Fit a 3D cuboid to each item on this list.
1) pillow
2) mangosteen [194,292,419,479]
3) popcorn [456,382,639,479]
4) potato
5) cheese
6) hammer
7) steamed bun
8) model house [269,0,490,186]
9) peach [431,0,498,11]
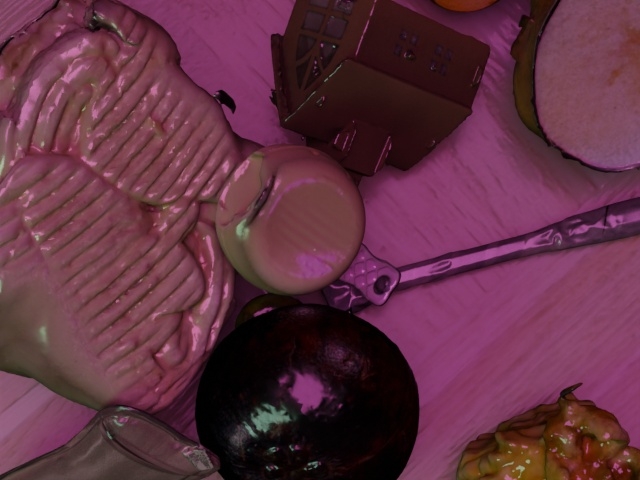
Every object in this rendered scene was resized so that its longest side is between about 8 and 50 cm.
[{"bbox_3d":[-0.200,0.217,1.760,0.131,0.233,0.038,31,48,-28],"label":"pillow"},{"bbox_3d":[-0.008,0.153,1.776,0.216,0.216,0.216,0,82,0],"label":"mangosteen"},{"bbox_3d":[0.216,0.218,1.760,0.168,0.195,0.173,-1,87,-8],"label":"popcorn"},{"bbox_3d":[0.307,-0.230,1.837,0.246,0.196,0.299,18,110,-13],"label":"potato"},{"bbox_3d":[0.000,0.000,1.759,0.227,0.064,0.137,35,89,-40],"label":"cheese"},{"bbox_3d":[0.206,-0.005,1.868,0.427,0.044,0.152,-17,83,-3],"label":"hammer"},{"bbox_3d":[-0.221,-0.039,1.781,0.347,0.237,0.394,-7,99,-36],"label":"steamed bun"},{"bbox_3d":[0.016,-0.112,1.828,0.176,0.181,0.248,22,92,47],"label":"model house"},{"bbox_3d":[0.145,-0.301,1.874,0.151,0.118,0.151,7,106,25],"label":"peach"}]
